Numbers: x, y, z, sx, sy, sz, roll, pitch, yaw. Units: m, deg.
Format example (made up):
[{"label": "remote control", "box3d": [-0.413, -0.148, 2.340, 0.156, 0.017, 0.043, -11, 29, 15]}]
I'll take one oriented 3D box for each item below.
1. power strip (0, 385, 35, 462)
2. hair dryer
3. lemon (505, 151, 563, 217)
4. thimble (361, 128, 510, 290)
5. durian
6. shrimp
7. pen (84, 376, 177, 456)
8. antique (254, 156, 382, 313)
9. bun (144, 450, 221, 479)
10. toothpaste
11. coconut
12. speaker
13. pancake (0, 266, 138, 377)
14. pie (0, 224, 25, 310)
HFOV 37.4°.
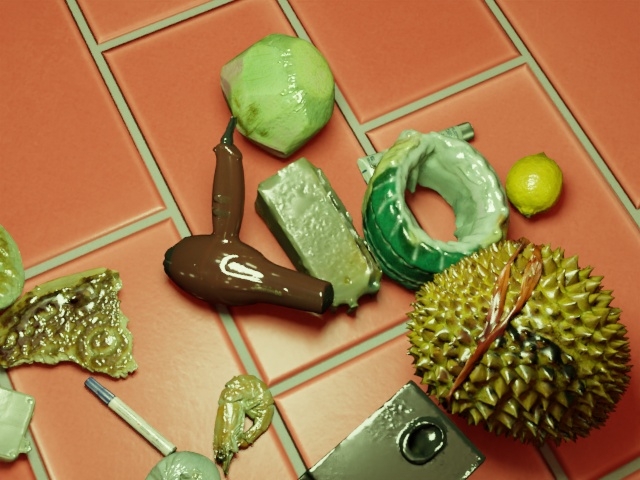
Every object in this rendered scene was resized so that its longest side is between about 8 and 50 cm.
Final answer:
[{"label": "power strip", "box3d": [-0.608, 0.285, 1.583, 0.270, 0.046, 0.118, 22, 63, -20]}, {"label": "hair dryer", "box3d": [-0.121, -0.044, 1.655, 0.312, 0.123, 0.340, 9, 103, 20]}, {"label": "lemon", "box3d": [0.406, -0.105, 1.799, 0.109, 0.109, 0.133, 17, 77, 5]}, {"label": "thimble", "box3d": [0.202, -0.057, 1.726, 0.254, 0.167, 0.288, -18, 74, -19]}, {"label": "durian", "box3d": [0.323, 0.170, 1.548, 0.384, 0.347, 0.347, 13, 66, -19]}, {"label": "shrimp", "box3d": [-0.139, 0.321, 1.646, 0.099, 0.041, 0.180, 19, 66, -10]}, {"label": "pen", "box3d": [-0.332, 0.306, 1.646, 0.204, 0.025, 0.025, 37, 71, 13]}, {"label": "antique", "box3d": [0.000, 0.000, 1.737, 0.125, 0.150, 0.284, -31, 81, -11]}, {"label": "bun", "box3d": [-0.230, 0.419, 1.572, 0.141, 0.083, 0.141, 1, 71, -3]}, {"label": "toothpaste", "box3d": [0.189, -0.175, 1.856, 0.239, 0.039, 0.062, -22, 79, -9]}, {"label": "coconut", "box3d": [-0.087, -0.275, 1.799, 0.236, 0.236, 0.204, 21, 45, 6]}, {"label": "speaker", "box3d": [0.105, 0.391, 1.517, 0.254, 0.232, 0.184, -39, 73, -17]}, {"label": "pancake", "box3d": [-0.436, 0.171, 1.691, 0.244, 0.057, 0.266, 43, 76, 7]}, {"label": "pie", "box3d": [-0.637, 0.039, 1.681, 0.240, 0.054, 0.240, 16, 44, -16]}]
